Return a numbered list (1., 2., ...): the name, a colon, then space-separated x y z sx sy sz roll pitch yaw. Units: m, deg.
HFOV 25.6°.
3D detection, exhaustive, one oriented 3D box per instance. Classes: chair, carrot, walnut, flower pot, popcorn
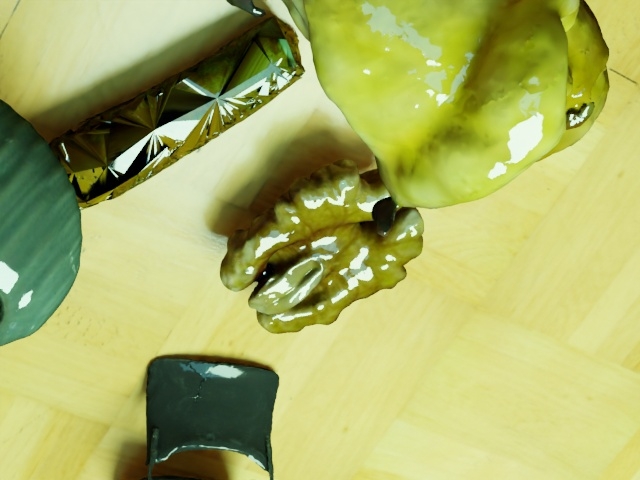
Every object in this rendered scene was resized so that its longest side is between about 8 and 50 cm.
1. chair: -0.115 0.229 1.280 0.140 0.221 0.145 7 162 -20
2. carrot: -0.114 -0.097 1.092 0.229 0.069 0.069 -30 124 3
3. walnut: 0.000 0.000 1.180 0.170 0.069 0.143 -31 126 7
4. flower pot: -0.285 -0.027 1.012 0.243 0.157 0.189 36 128 -9
5. popcorn: 0.074 -0.188 0.947 0.281 0.297 0.316 -40 94 8
